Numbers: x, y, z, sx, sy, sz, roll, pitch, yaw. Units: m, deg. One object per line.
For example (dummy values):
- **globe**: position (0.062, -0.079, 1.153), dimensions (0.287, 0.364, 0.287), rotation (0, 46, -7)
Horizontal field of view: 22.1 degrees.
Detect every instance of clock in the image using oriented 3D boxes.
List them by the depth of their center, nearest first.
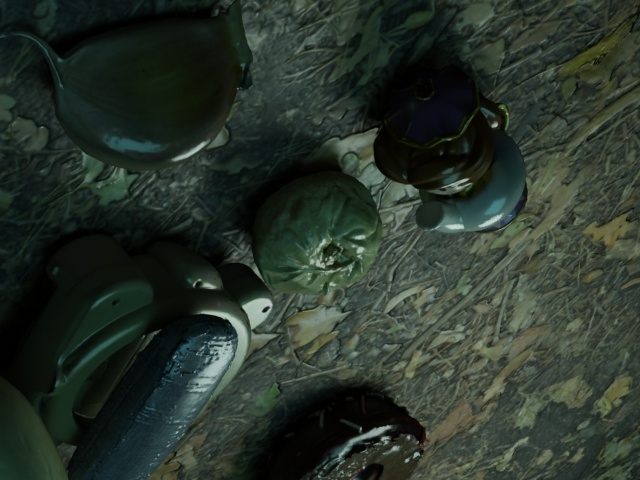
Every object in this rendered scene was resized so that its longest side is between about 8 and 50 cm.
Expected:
- **clock**: position (-0.218, 0.125, 1.890), dimensions (0.309, 0.114, 0.284), rotation (1, 130, -49)

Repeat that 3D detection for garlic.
- **garlic**: position (-0.195, -0.138, 1.594), dimensions (0.266, 0.148, 0.128), rotation (-12, 177, -41)

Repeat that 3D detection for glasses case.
- **glasses case**: position (-0.190, 0.191, 1.832), dimensions (0.109, 0.067, 0.282), rotation (5, 130, -49)

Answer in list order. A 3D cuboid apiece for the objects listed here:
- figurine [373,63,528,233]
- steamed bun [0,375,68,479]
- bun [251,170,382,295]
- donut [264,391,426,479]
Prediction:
- **figurine**: position (0.157, -0.102, 1.936), dimensions (0.263, 0.142, 0.189), rotation (40, 70, -56)
- **steamed bun**: position (-0.416, 0.259, 1.715), dimensions (0.334, 0.233, 0.312), rotation (24, 110, -12)
- **bun**: position (0.000, 0.000, 1.934), dimensions (0.164, 0.111, 0.188), rotation (-40, 152, 2)
- **donut**: position (0.032, 0.329, 2.404), dimensions (0.270, 0.103, 0.269), rotation (-26, 149, -17)
